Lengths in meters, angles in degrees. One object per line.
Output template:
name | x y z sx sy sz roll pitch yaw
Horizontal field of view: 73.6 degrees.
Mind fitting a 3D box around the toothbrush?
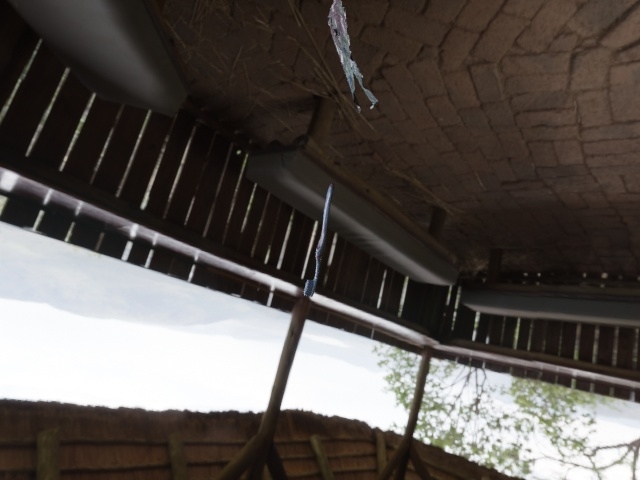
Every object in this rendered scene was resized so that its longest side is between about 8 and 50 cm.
toothbrush | 0.000 0.000 0.712 0.019 0.193 0.013 11 -176 -22

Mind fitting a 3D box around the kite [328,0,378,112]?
kite | 0.028 -0.182 0.428 0.011 0.157 0.139 -21 147 3
